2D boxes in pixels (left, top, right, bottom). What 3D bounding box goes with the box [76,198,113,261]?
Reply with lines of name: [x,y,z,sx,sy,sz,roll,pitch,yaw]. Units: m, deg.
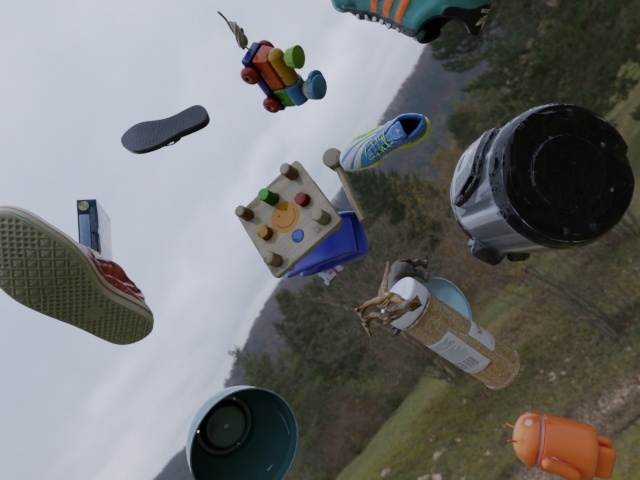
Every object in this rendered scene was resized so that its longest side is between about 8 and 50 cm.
box: [-0.566,0.000,1.206,0.233,0.044,0.159,150,114,-71]

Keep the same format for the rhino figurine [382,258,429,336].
rhino figurine: [0.229,0.164,1.358,0.073,0.106,0.243,-99,20,-75]

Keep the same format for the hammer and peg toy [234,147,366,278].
hammer and peg toy: [-0.052,-0.093,1.344,0.361,0.266,0.127,-40,-28,12]

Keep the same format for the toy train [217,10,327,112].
toy train: [-0.097,-0.385,1.005,0.248,0.143,0.105,48,-122,-46]

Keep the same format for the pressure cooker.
pressure cooker: [0.562,-0.136,1.312,0.369,0.376,0.420,-20,-3,-5]

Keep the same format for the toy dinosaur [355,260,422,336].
toy dinosaur: [0.115,0.107,0.815,0.112,0.064,0.211,-30,12,-5]

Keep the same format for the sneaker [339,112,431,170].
sneaker: [0.151,-0.249,1.154,0.240,0.091,0.126,-26,-7,7]

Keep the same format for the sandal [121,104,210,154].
sandal: [-0.432,-0.301,1.349,0.254,0.097,0.054,-20,-23,-5]

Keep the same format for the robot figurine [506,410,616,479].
robot figurine: [0.539,0.466,1.084,0.128,0.219,0.158,74,-149,-49]

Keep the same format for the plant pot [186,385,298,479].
plant pot: [-0.232,0.526,1.293,0.293,0.293,0.196,-54,22,-20]

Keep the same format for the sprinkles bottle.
sprinkles bottle: [0.320,0.231,1.168,0.121,0.355,0.121,-52,13,17]

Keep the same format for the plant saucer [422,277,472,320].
plant saucer: [0.354,0.192,1.323,0.037,0.195,0.195,-16,-30,-32]

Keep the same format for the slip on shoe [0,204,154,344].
slip on shoe: [-0.387,0.055,0.746,0.123,0.101,0.331,-32,-40,1]

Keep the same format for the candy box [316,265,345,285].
candy box: [0.009,0.094,1.895,0.071,0.159,0.233,-49,-6,6]

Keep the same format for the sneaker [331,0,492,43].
sneaker: [0.142,-0.400,0.820,0.108,0.302,0.121,-31,-55,-42]

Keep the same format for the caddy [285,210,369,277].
caddy: [0.000,0.000,1.635,0.341,0.179,0.241,-23,-11,24]
